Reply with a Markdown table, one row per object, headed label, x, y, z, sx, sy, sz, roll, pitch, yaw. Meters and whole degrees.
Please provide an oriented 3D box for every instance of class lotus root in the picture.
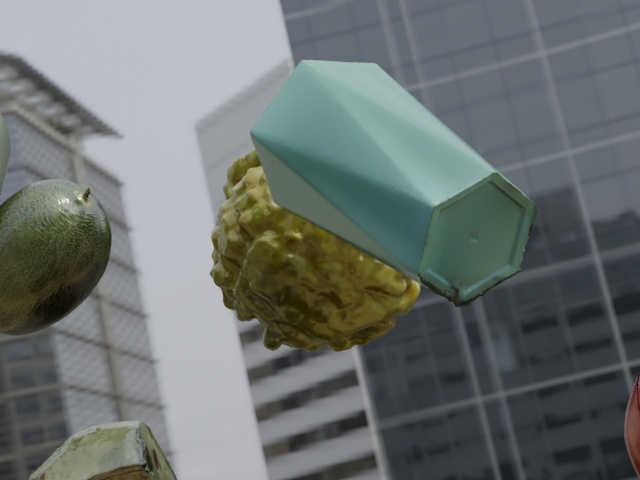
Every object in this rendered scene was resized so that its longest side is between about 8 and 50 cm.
| label | x | y | z | sx | sy | sz | roll | pitch | yaw |
| --- | --- | --- | --- | --- | --- | --- | --- | --- | --- |
| lotus root | -0.200 | 0.220 | 1.343 | 0.144 | 0.070 | 0.143 | -8 | -42 | 0 |

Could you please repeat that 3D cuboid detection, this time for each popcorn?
| label | x | y | z | sx | sy | sz | roll | pitch | yaw |
| --- | --- | --- | --- | --- | --- | --- | --- | --- | --- |
| popcorn | -0.002 | 0.000 | 1.625 | 0.249 | 0.249 | 0.225 | -15 | 25 | 9 |

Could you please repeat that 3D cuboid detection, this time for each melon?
| label | x | y | z | sx | sy | sz | roll | pitch | yaw |
| --- | --- | --- | --- | --- | --- | --- | --- | --- | --- |
| melon | -0.250 | 0.013 | 1.337 | 0.167 | 0.114 | 0.114 | -48 | -27 | 22 |

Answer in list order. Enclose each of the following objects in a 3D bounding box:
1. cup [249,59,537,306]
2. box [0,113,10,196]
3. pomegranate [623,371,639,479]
| label | x | y | z | sx | sy | sz | roll | pitch | yaw |
| --- | --- | --- | --- | --- | --- | --- | --- | --- | --- |
| cup | 0.056 | -0.044 | 1.195 | 0.134 | 0.235 | 0.148 | 31 | -83 | -38 |
| box | -0.426 | -0.053 | 1.450 | 0.226 | 0.149 | 0.226 | 1 | -44 | 1 |
| pomegranate | 0.305 | 0.128 | 0.937 | 0.210 | 0.235 | 0.210 | -12 | -44 | -12 |
